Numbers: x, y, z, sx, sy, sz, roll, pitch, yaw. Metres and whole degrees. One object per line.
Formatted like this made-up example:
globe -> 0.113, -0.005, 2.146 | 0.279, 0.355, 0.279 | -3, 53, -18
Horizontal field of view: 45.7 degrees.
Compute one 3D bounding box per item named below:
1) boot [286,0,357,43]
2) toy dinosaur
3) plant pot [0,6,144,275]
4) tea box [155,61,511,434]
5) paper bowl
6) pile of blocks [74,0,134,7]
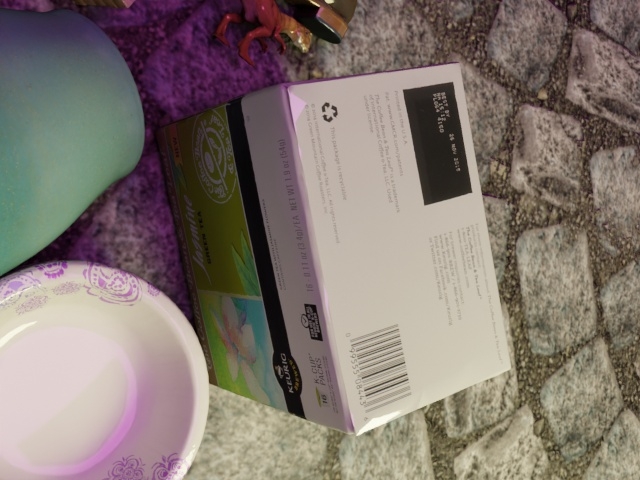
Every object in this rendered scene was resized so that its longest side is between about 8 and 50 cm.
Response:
boot -> -0.026, -0.356, 0.964 | 0.219, 0.082, 0.106 | 35, 82, -43
toy dinosaur -> -0.081, -0.284, 0.932 | 0.112, 0.064, 0.211 | -52, 155, 3
plant pot -> -0.316, -0.100, 0.709 | 0.255, 0.271, 0.272 | -33, 107, -41
tea box -> 0.000, 0.000, 0.851 | 0.220, 0.323, 0.329 | -14, 96, -31
paper bowl -> -0.272, 0.161, 0.790 | 0.284, 0.148, 0.284 | 0, 90, -31
pile of blocks -> -0.308, -0.401, 0.769 | 0.362, 0.149, 0.113 | 42, 70, -24
